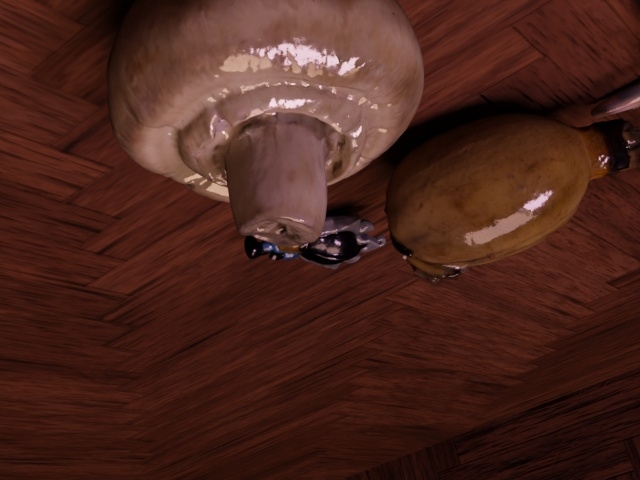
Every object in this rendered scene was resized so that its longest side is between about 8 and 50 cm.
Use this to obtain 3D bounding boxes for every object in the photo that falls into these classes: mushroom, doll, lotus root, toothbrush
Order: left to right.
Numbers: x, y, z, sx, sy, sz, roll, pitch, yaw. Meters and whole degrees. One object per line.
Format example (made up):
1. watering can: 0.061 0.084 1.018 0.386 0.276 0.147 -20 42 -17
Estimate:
1. mushroom: -0.042 -0.107 0.743 0.260 0.234 0.254 -23 151 19
2. doll: 0.000 0.000 1.192 0.195 0.070 0.096 3 134 -25
3. lotus root: 0.224 -0.069 1.050 0.310 0.182 0.183 -21 155 10
4. toothbrush: 0.484 -0.226 1.020 0.375 0.028 0.037 -26 147 24
